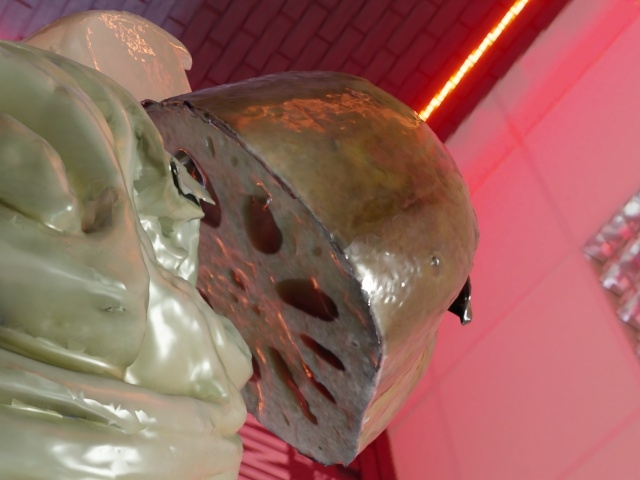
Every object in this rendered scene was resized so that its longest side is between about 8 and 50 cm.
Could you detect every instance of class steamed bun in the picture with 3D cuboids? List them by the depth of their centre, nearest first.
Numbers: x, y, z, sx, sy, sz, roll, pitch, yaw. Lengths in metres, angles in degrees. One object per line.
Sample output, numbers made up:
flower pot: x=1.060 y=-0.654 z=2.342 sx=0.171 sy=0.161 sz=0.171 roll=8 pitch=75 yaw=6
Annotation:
steamed bun: x=-0.171 y=0.033 z=0.424 sx=0.275 sy=0.206 sz=0.320 roll=-38 pitch=-127 yaw=-19

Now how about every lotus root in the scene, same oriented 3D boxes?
lotus root: x=0.000 y=0.000 z=0.635 sx=0.192 sy=0.272 sz=0.272 roll=-27 pitch=-177 yaw=-34

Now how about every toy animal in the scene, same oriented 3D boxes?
toy animal: x=-0.281 y=-0.138 z=1.023 sx=0.256 sy=0.213 sz=0.195 roll=-27 pitch=-102 yaw=19
